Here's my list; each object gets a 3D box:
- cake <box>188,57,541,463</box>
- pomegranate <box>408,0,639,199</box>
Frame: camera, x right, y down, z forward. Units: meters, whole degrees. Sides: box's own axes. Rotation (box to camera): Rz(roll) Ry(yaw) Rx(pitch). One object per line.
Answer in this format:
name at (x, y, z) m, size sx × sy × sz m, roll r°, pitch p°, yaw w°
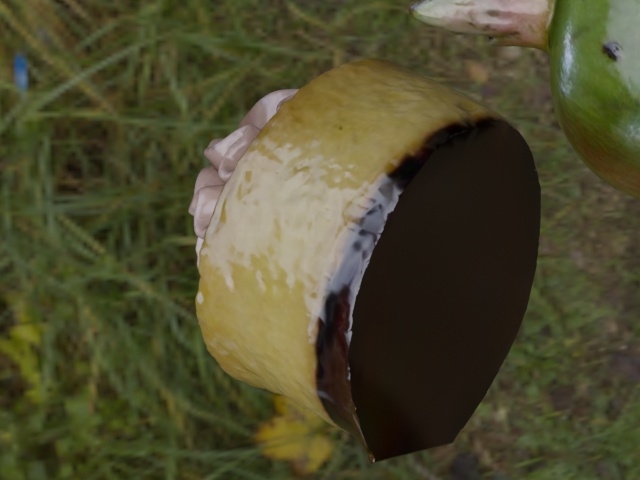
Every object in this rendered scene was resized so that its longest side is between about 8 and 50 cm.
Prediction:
cake at (0.000, 0.000, 0.913) m, size 0.178 × 0.185 × 0.207 m, roll 15°, pitch 70°, yaw 31°
pomegranate at (0.161, -0.111, 0.847) m, size 0.224 × 0.181 × 0.181 m, roll 15°, pitch 104°, yaw 18°
